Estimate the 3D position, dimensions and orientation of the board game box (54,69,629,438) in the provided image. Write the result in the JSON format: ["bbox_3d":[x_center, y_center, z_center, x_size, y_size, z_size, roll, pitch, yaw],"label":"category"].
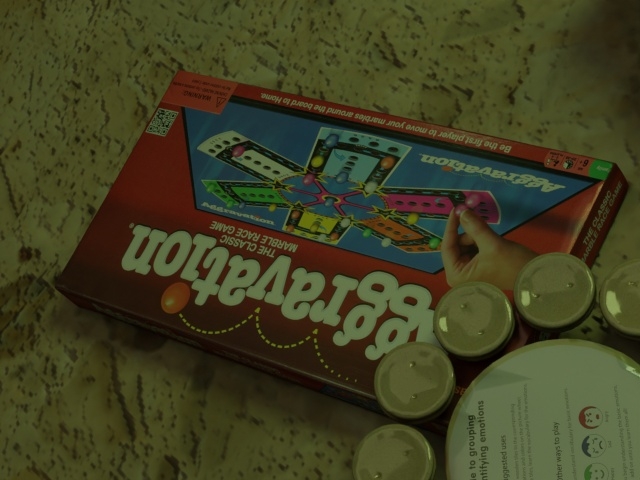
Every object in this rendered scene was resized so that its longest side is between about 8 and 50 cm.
[{"bbox_3d":[0.000,0.000,0.801,0.281,0.027,0.145,15,71,37],"label":"board game box"}]

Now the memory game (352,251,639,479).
[{"bbox_3d":[0.102,0.090,0.667,0.186,0.012,0.186,-7,64,15],"label":"memory game"}]
